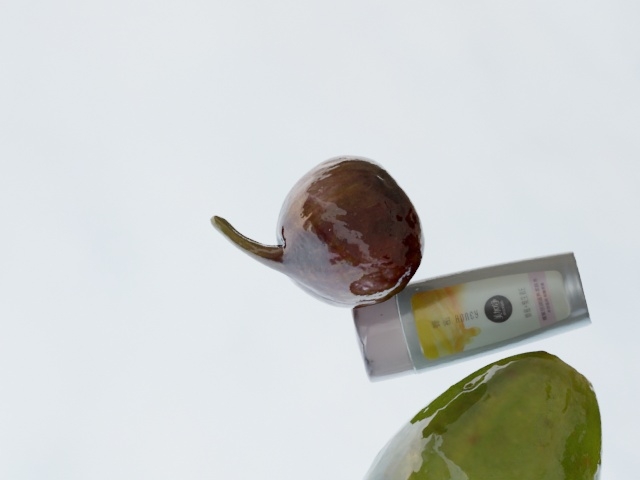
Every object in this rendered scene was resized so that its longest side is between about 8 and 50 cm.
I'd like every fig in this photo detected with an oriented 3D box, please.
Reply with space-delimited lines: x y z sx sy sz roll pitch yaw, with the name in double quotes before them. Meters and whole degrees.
"fig" 0.184 0.271 1.673 0.258 0.326 0.258 27 180 0
"fig" 0.007 0.003 1.699 0.207 0.175 0.175 -21 -116 -19

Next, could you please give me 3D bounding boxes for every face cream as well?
"face cream" 0.172 0.087 1.761 0.073 0.269 0.107 29 -132 -78
